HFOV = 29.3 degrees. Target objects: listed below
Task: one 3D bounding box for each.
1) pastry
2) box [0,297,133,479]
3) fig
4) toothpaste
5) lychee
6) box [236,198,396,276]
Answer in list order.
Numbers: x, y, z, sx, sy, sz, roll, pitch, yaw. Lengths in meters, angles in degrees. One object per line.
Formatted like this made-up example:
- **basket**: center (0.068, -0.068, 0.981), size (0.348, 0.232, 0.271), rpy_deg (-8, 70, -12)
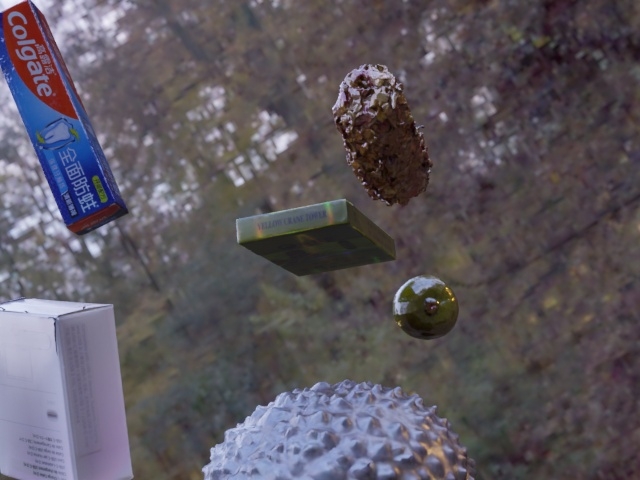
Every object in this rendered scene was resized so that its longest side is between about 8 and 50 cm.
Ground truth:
- **pastry**: center (0.066, -0.089, 1.151), size (0.087, 0.063, 0.169), rpy_deg (-43, -41, -9)
- **box**: center (-0.369, 0.210, 1.693), size (0.203, 0.252, 0.106), rpy_deg (-1, 7, 45)
- **fig**: center (0.117, 0.077, 1.384), size (0.074, 0.074, 0.088), rpy_deg (-29, -1, -11)
- **toothpaste**: center (-0.354, -0.165, 1.630), size (0.076, 0.320, 0.066), rpy_deg (-26, -13, 2)
- **lychee**: center (0.011, 0.269, 1.211), size (0.300, 0.300, 0.300), rpy_deg (-30, -9, -5)
- **box**: center (0.000, 0.000, 1.320), size (0.121, 0.030, 0.193), rpy_deg (-11, -14, 16)
